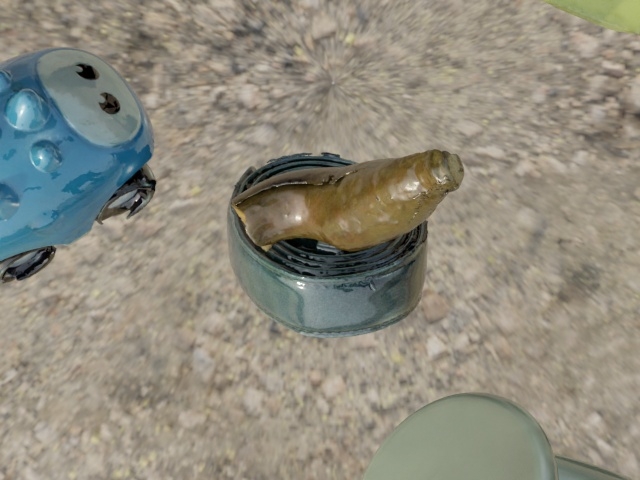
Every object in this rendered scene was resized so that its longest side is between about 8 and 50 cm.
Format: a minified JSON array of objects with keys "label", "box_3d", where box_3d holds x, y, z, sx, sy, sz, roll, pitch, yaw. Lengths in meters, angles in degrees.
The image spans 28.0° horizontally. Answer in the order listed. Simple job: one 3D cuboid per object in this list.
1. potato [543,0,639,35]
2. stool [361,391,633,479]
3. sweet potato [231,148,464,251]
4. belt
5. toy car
[{"label":"potato","box_3d":[0.264,-0.285,1.288,0.198,0.054,0.119,32,114,-14]},{"label":"stool","box_3d":[0.155,0.258,1.096,0.198,0.195,0.195,42,63,-38]},{"label":"sweet potato","box_3d":[0.031,-0.033,1.230,0.112,0.285,0.085,0,87,-43]},{"label":"belt","box_3d":[0.000,0.000,1.430,0.206,0.267,0.116,-23,132,-26]},{"label":"toy car","box_3d":[-0.291,-0.086,1.251,0.255,0.190,0.188,-31,76,-7]}]
